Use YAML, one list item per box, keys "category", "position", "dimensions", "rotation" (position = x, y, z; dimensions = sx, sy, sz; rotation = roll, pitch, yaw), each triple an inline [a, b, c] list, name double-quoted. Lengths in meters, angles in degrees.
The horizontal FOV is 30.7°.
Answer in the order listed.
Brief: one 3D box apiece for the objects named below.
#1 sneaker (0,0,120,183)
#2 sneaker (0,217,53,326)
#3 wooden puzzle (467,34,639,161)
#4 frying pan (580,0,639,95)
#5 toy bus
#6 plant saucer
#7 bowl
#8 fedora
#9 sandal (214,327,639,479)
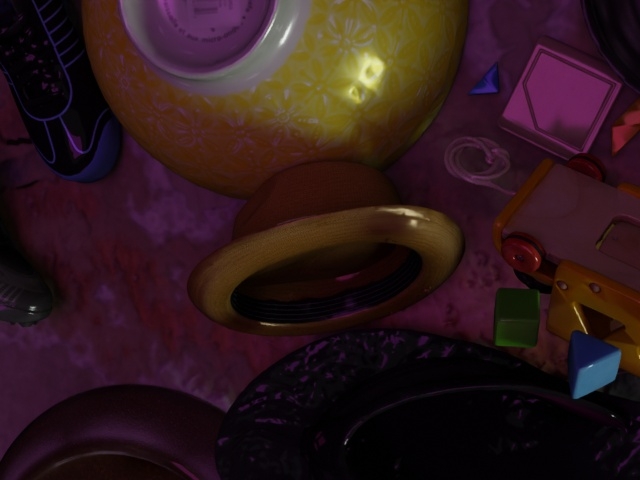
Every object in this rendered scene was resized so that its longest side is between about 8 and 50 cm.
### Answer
- category: "sneaker"
  position: [-0.225, -0.154, 0.891]
  dimensions: [0.081, 0.090, 0.232]
  rotation: [-19, 88, 18]
- category: "sneaker"
  position: [-0.294, -0.030, 0.930]
  dimensions: [0.234, 0.078, 0.106]
  rotation: [39, 107, 13]
- category: "wooden puzzle"
  position: [0.169, -0.097, 0.812]
  dimensions: [0.116, 0.014, 0.079]
  rotation: [35, 99, 12]
- category: "frying pan"
  position: [0.287, -0.235, 0.743]
  dimensions: [0.197, 0.053, 0.326]
  rotation: [20, 98, 15]
- category: "toy bus"
  position: [0.190, 0.026, 0.764]
  dimensions: [0.190, 0.104, 0.202]
  rotation: [-8, 48, -5]
- category: "plant saucer"
  position: [-0.149, 0.272, 0.924]
  dimensions: [0.310, 0.050, 0.311]
  rotation: [2, 96, 18]
- category: "bowl"
  position: [-0.054, -0.166, 0.803]
  dimensions: [0.289, 0.156, 0.290]
  rotation: [1, 94, 17]
- category: "fedora"
  position: [0.000, 0.000, 0.808]
  dimensions: [0.194, 0.194, 0.079]
  rotation: [-20, 60, 18]
- category: "sandal"
  position: [0.119, 0.145, 0.764]
  dimensions: [0.445, 0.107, 0.168]
  rotation: [6, 75, 26]
